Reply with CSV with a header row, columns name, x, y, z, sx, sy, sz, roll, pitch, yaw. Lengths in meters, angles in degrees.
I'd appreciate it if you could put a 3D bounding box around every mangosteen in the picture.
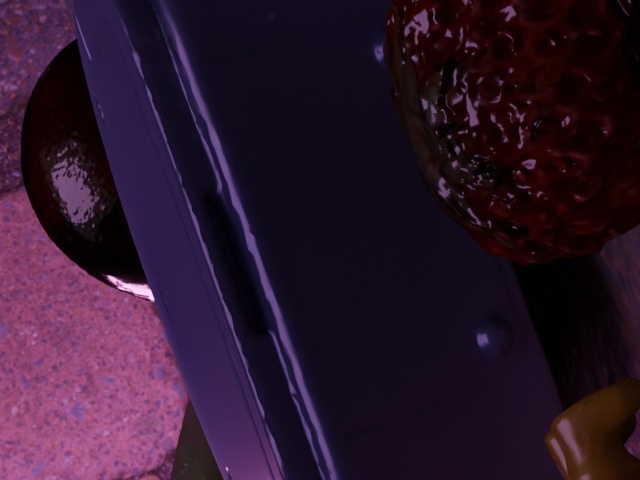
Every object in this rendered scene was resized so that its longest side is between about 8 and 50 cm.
name,x,y,z,sx,sy,sz,roll,pitch,yaw
mangosteen,-0.091,-0.086,1.330,0.261,0.236,0.235,-53,40,22

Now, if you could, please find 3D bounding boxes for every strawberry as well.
name,x,y,z,sx,sy,sz,roll,pitch,yaw
strawberry,0.077,-0.056,0.711,0.145,0.086,0.145,162,90,-82

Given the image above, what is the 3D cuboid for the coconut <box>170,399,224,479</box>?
name,x,y,z,sx,sy,sz,roll,pitch,yaw
coconut,-0.008,0.198,1.233,0.236,0.205,0.235,11,-103,-56

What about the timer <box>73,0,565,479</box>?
name,x,y,z,sx,sy,sz,roll,pitch,yaw
timer,0.000,0.000,0.975,0.395,0.173,0.395,160,90,-80

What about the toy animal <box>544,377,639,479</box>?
name,x,y,z,sx,sy,sz,roll,pitch,yaw
toy animal,0.137,0.166,0.648,0.156,0.156,0.229,99,154,-70
